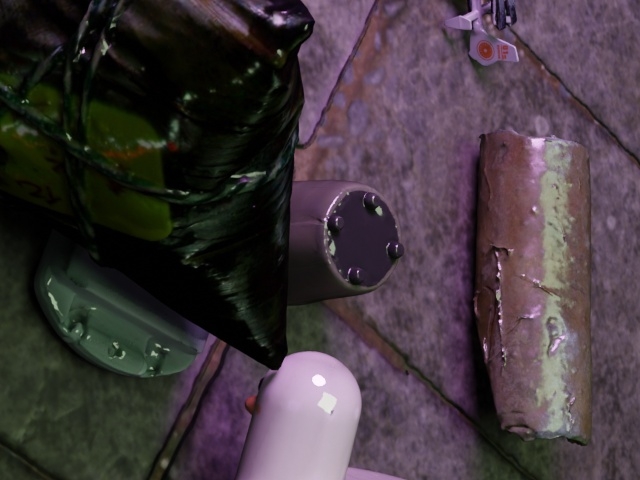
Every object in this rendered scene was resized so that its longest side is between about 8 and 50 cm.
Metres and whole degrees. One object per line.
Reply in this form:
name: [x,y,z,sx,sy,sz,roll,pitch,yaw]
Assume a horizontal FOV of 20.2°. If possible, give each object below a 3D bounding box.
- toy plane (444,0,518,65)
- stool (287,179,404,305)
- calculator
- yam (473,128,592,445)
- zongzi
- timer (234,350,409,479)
toy plane: [0.124,-0.241,1.506,0.053,0.078,0.197,-28,118,-43]
stool: [0.000,0.000,1.332,0.096,0.110,0.096,3,86,-42]
calculator: [-0.116,-0.023,1.273,0.141,0.045,0.246,32,63,-35]
yam: [0.179,0.041,1.496,0.106,0.106,0.259,11,77,-41]
zongzi: [-0.130,-0.078,1.152,0.319,0.383,0.362,-43,147,-28]
timer: [0.038,0.213,1.247,0.233,0.233,0.240,5,103,-42]
